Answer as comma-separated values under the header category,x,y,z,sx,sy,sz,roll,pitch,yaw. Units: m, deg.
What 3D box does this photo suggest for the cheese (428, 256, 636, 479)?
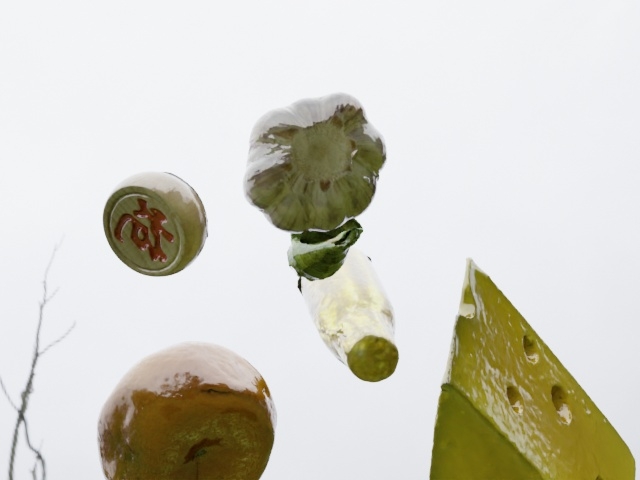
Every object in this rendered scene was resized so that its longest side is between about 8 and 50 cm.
category,x,y,z,sx,sy,sz,roll,pitch,yaw
cheese,0.095,0.101,0.388,0.126,0.093,0.171,-6,-53,30

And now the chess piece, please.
category,x,y,z,sx,sy,sz,roll,pitch,yaw
chess piece,-0.128,-0.013,0.551,0.084,0.083,0.038,-58,-5,28

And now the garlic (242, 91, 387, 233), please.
category,x,y,z,sx,sy,sz,roll,pitch,yaw
garlic,-0.007,-0.079,0.745,0.159,0.147,0.102,-52,-1,-14

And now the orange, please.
category,x,y,z,sx,sy,sz,roll,pitch,yaw
orange,-0.190,0.249,0.977,0.248,0.183,0.249,-8,-66,-19

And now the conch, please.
category,x,y,z,sx,sy,sz,roll,pitch,yaw
conch,0.000,0.000,0.884,0.121,0.089,0.074,-35,4,40

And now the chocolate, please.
category,x,y,z,sx,sy,sz,roll,pitch,yaw
chocolate,0.047,0.122,1.243,0.162,0.445,0.162,-1,-78,-4
